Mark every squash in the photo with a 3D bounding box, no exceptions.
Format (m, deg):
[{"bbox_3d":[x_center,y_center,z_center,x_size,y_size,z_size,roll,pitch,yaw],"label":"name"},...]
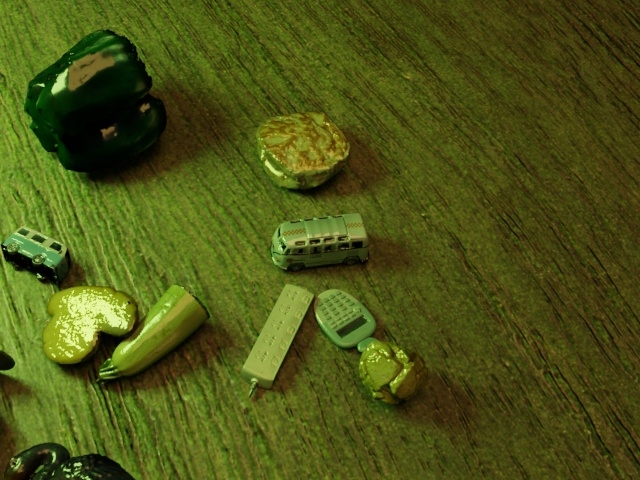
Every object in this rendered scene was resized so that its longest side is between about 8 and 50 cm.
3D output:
[{"bbox_3d":[-0.309,0.177,1.483,0.094,0.094,0.224,40,68,20],"label":"squash"}]

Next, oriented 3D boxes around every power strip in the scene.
[{"bbox_3d":[-0.079,0.178,1.534,0.060,0.027,0.253,21,55,8],"label":"power strip"}]

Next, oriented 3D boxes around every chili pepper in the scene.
[{"bbox_3d":[-0.456,-0.277,1.691,0.256,0.249,0.233,-35,38,-21],"label":"chili pepper"}]

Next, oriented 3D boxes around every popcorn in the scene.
[{"bbox_3d":[0.127,0.235,1.480,0.120,0.116,0.106,18,79,-27],"label":"popcorn"}]

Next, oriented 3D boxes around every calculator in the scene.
[{"bbox_3d":[0.049,0.153,1.571,0.095,0.021,0.153,-30,63,-24],"label":"calculator"}]

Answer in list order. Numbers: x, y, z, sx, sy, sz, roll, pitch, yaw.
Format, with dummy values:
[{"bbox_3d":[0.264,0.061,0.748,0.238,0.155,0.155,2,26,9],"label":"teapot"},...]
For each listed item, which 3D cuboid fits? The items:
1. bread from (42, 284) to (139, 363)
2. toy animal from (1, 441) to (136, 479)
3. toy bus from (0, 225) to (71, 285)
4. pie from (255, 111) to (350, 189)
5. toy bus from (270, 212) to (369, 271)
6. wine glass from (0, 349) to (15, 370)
[{"bbox_3d":[-0.404,0.158,1.483,0.187,0.065,0.149,1,59,14],"label":"bread"},{"bbox_3d":[-0.354,0.415,1.272,0.298,0.122,0.185,10,43,8],"label":"toy animal"},{"bbox_3d":[-0.526,0.026,1.566,0.123,0.060,0.075,23,52,12],"label":"toy bus"},{"bbox_3d":[-0.041,-0.195,1.765,0.179,0.084,0.205,-25,60,-24],"label":"pie"},{"bbox_3d":[0.000,0.000,1.631,0.193,0.089,0.087,-6,56,-10],"label":"toy bus"},{"bbox_3d":[-0.578,0.291,1.350,0.103,0.103,0.231,8,59,-1],"label":"wine glass"}]
